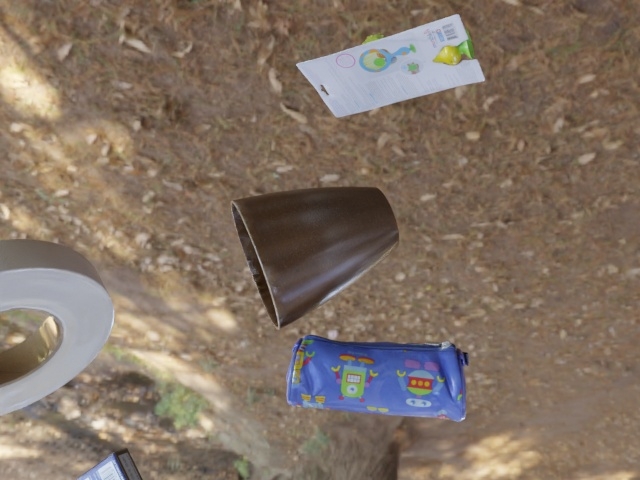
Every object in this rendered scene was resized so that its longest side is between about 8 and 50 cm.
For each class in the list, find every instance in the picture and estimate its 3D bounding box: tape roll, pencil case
[{"bbox_3d":[-0.538,0.159,1.078,0.392,0.072,0.392,-27,148,-18],"label":"tape roll"},{"bbox_3d":[0.096,0.222,1.085,0.306,0.133,0.119,3,-172,6],"label":"pencil case"}]

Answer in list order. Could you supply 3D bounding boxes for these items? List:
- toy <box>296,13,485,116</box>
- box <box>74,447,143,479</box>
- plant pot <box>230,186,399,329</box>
[{"bbox_3d":[0.102,-0.258,0.943,0.237,0.056,0.137,-6,152,27],"label":"toy"},{"bbox_3d":[-0.325,0.405,0.911,0.225,0.136,0.036,-36,166,15],"label":"box"},{"bbox_3d":[0.000,0.000,1.052,0.230,0.215,0.215,-21,156,-12],"label":"plant pot"}]
